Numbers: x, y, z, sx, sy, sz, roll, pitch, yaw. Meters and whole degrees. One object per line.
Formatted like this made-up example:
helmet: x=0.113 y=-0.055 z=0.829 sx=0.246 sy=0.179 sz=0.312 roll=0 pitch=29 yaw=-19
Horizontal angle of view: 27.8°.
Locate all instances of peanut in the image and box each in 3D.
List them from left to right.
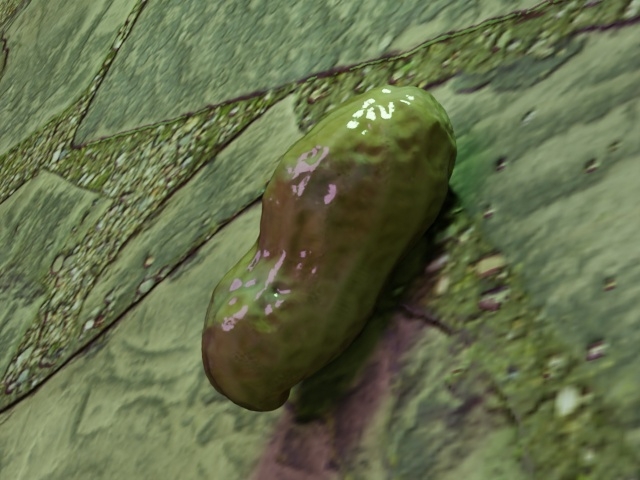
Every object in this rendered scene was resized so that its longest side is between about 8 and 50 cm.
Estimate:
peanut: x=0.000 y=0.000 z=0.618 sx=0.174 sy=0.080 sz=0.080 roll=-58 pitch=28 yaw=-2
